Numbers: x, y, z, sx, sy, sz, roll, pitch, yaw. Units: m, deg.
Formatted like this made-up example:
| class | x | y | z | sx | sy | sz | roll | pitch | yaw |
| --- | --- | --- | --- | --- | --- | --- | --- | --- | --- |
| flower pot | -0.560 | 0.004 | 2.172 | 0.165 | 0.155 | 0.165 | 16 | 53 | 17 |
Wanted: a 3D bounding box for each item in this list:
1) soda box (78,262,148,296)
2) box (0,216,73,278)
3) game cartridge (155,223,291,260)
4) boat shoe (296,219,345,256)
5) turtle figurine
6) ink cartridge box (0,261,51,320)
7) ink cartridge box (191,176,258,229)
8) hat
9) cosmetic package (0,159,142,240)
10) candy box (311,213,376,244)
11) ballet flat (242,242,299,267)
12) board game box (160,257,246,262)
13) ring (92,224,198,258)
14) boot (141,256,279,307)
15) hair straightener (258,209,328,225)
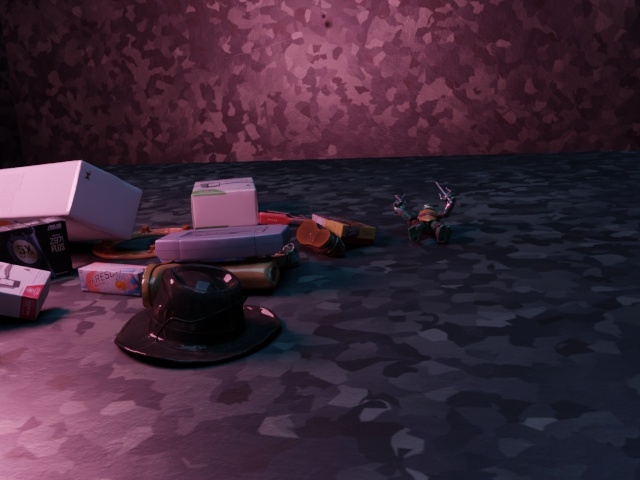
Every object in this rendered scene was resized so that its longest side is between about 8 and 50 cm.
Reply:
| class | x | y | z | sx | sy | sz | roll | pitch | yaw |
| --- | --- | --- | --- | --- | --- | --- | --- | --- | --- |
| soda box | -0.482 | 0.091 | 1.717 | 0.183 | 0.058 | 0.063 | 2 | 15 | 25 |
| box | -0.741 | 0.029 | 1.854 | 0.180 | 0.148 | 0.077 | -14 | 16 | -37 |
| game cartridge | -0.225 | 0.004 | 1.710 | 0.297 | 0.062 | 0.198 | -4 | 12 | 5 |
| boat shoe | 0.000 | 0.000 | 1.953 | 0.073 | 0.073 | 0.207 | 34 | 1 | -26 |
| turtle figurine | 0.302 | -0.070 | 2.036 | 0.175 | 0.118 | 0.234 | -16 | 27 | 13 |
| ink cartridge box | -0.674 | 0.105 | 1.563 | 0.150 | 0.063 | 0.109 | 12 | 29 | -11 |
| ink cartridge box | -0.320 | -0.128 | 2.425 | 0.211 | 0.122 | 0.289 | -5 | 13 | -7 |
| hat | -0.242 | 0.119 | 1.385 | 0.331 | 0.134 | 0.331 | -4 | 15 | 1 |
| cosmetic package | -0.768 | -0.103 | 2.115 | 0.453 | 0.162 | 0.230 | -2 | -19 | 35 |
| candy box | 0.061 | -0.031 | 2.035 | 0.109 | 0.053 | 0.186 | 5 | 10 | -27 |
| ballet flat | -0.138 | 0.045 | 1.797 | 0.188 | 0.070 | 0.070 | -14 | 17 | -34 |
| board game box | -0.306 | 0.037 | 1.925 | 0.211 | 0.039 | 0.160 | -11 | 15 | -23 |
| ring | -0.509 | -0.003 | 2.162 | 0.336 | 0.032 | 0.336 | -4 | 14 | 1 |
| boot | -0.240 | 0.084 | 1.620 | 0.269 | 0.089 | 0.236 | -1 | 14 | 6 |
| hair straightener | -0.077 | -0.074 | 2.297 | 0.230 | 0.047 | 0.089 | 1 | 15 | 19 |
